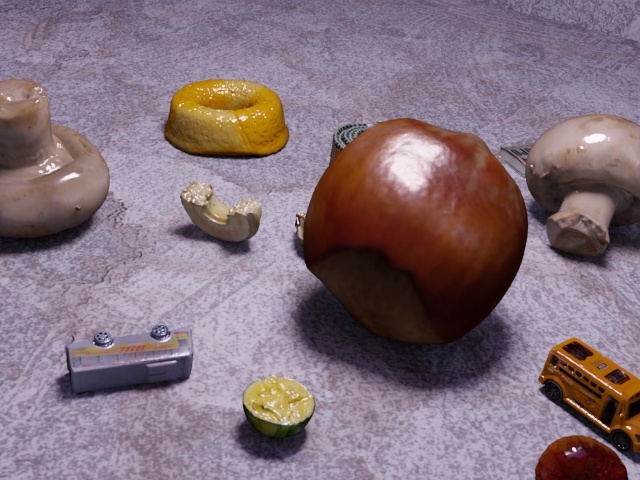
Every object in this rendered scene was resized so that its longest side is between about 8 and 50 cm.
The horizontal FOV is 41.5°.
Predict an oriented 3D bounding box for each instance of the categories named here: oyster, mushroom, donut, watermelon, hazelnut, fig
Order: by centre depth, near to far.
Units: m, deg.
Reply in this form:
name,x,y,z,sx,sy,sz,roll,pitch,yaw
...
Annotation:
name,x,y,z,sx,sy,sz,roll,pitch,yaw
fig,0.337,0.323,1.149,0.119,0.153,0.119,5,72,-16
watermelon,-0.063,0.245,1.211,0.105,0.062,0.105,11,28,-6
hazelnut,0.153,-0.012,1.405,0.365,0.366,0.366,5,31,-3
mushroom,-0.541,-0.164,1.575,0.292,0.290,0.293,5,36,-4
donut,-0.183,-0.052,1.626,0.165,0.108,0.065,16,53,19
oyster,0.000,-0.004,1.640,0.103,0.051,0.148,-9,50,-28
mushroom,0.567,-0.103,1.759,0.297,0.297,0.290,13,69,12
donut,-0.222,-0.301,2.032,0.302,0.110,0.303,4,32,-2

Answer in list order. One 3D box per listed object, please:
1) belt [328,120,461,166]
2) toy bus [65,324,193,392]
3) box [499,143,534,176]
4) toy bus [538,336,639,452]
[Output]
name,x,y,z,sx,sy,sz,roll,pitch,yaw
belt,0.165,-0.171,1.838,0.294,0.161,0.207,6,31,0
toy bus,-0.285,0.179,1.281,0.190,0.064,0.075,-5,39,-18
box,0.544,-0.203,2.080,0.177,0.036,0.115,-8,35,-23
toy bus,0.436,0.234,1.295,0.083,0.088,0.194,-18,38,-35
